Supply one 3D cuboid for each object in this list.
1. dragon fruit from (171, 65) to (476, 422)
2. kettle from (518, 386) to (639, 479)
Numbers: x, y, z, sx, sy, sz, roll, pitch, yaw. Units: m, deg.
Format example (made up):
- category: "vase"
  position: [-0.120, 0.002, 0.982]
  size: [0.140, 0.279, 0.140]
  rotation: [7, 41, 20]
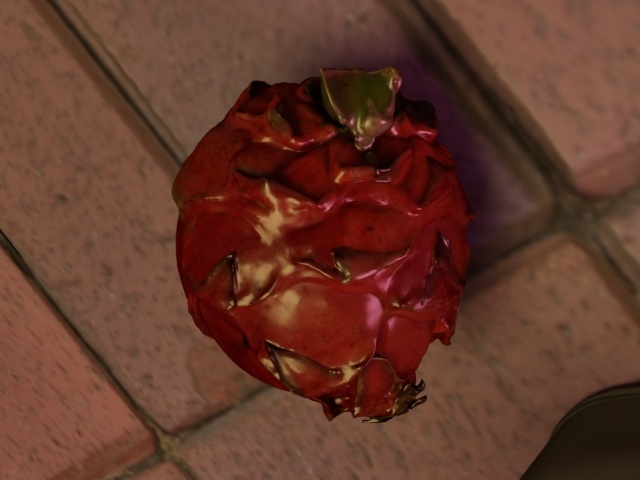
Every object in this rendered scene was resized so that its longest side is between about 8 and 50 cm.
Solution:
- category: "dragon fruit"
  position: [0.000, 0.000, 0.685]
  size: [0.172, 0.172, 0.209]
  rotation: [9, 110, 36]
- category: "kettle"
  position: [0.144, 0.219, 0.608]
  size: [0.205, 0.318, 0.265]
  rotation: [24, 131, 26]
